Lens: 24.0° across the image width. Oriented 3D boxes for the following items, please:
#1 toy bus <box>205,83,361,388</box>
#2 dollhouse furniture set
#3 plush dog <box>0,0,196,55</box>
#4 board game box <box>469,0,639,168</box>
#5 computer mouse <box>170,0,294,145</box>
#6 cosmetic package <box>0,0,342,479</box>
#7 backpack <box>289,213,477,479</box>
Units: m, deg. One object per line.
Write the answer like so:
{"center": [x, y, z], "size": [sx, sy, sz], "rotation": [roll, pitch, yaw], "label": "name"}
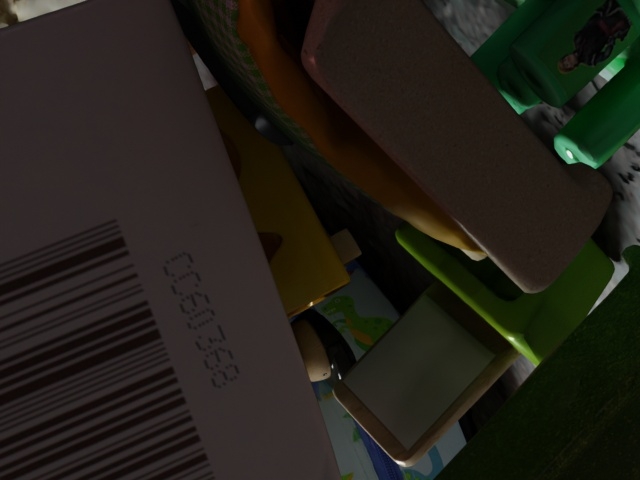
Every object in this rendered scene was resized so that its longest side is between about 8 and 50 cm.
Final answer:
{"center": [-0.034, 0.021, 0.744], "size": [0.191, 0.104, 0.202], "rotation": [47, 158, 46], "label": "toy bus"}
{"center": [0.000, 0.000, 0.532], "size": [0.301, 0.151, 0.197], "rotation": [42, -179, -43], "label": "dollhouse furniture set"}
{"center": [-0.190, -0.194, 0.944], "size": [0.262, 0.211, 0.225], "rotation": [-66, 31, 18], "label": "plush dog"}
{"center": [-0.066, -0.223, 0.476], "size": [0.390, 0.050, 0.390], "rotation": [44, 175, 37], "label": "board game box"}
{"center": [-0.036, -0.131, 0.731], "size": [0.184, 0.060, 0.262], "rotation": [56, -173, 4], "label": "computer mouse"}
{"center": [-0.135, 0.036, 0.602], "size": [0.217, 0.156, 0.385], "rotation": [70, 162, -7], "label": "cosmetic package"}
{"center": [-0.041, 0.109, 0.953], "size": [0.355, 0.273, 0.290], "rotation": [28, 135, 41], "label": "backpack"}
